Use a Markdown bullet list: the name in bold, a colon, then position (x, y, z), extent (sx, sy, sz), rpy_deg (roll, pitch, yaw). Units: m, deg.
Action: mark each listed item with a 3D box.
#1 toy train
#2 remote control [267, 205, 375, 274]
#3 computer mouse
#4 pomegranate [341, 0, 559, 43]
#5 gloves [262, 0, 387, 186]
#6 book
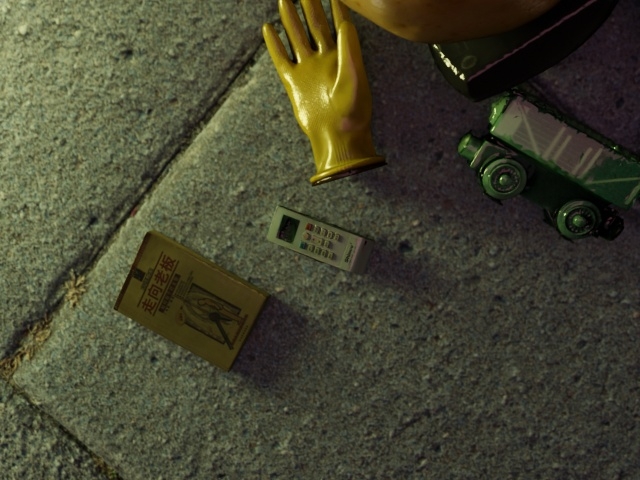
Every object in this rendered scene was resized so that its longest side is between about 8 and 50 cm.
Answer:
- **toy train**: position (0.333, -0.102, 0.958), extent (0.269, 0.115, 0.154), rpy_deg (31, 110, 2)
- **remote control**: position (0.000, 0.000, 1.073), extent (0.166, 0.029, 0.065), rpy_deg (21, 106, 8)
- **computer mouse**: position (0.280, -0.306, 0.912), extent (0.269, 0.100, 0.170), rpy_deg (-30, 55, 16)
- **pomegranate**: position (0.141, -0.421, 0.745), extent (0.412, 0.411, 0.411), rpy_deg (2, 102, 8)
- **gloves**: position (0.002, -0.237, 0.991), extent (0.133, 0.116, 0.294), rpy_deg (-16, 93, 4)
- **book**: position (-0.219, 0.102, 1.128), extent (0.231, 0.026, 0.161), rpy_deg (28, 105, 2)
